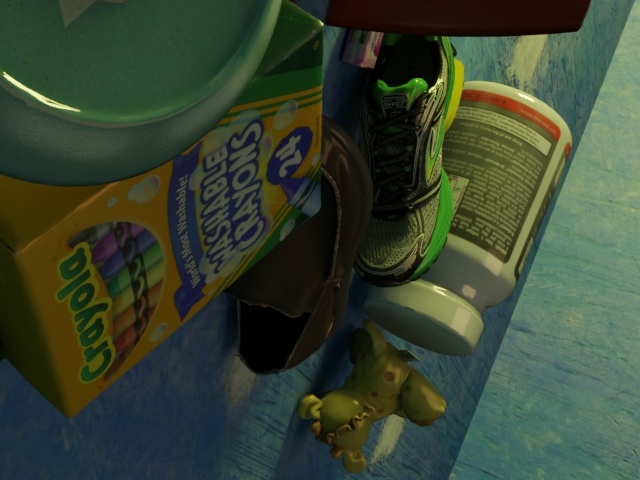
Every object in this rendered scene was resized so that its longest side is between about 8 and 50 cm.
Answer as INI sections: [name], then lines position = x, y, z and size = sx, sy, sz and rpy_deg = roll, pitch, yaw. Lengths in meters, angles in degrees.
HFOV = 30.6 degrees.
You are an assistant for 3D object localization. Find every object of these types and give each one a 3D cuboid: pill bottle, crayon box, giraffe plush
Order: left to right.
[crayon box]
position = -0.133, -0.015, 0.822
size = 0.323, 0.083, 0.203
rpy_deg = -40, 153, -26
[giraffe plush]
position = 0.060, 0.231, 1.653
size = 0.170, 0.181, 0.210
rpy_deg = -44, 166, -10
[pill bottle]
position = 0.209, -0.031, 1.702
size = 0.363, 0.210, 0.210
rpy_deg = -65, 160, -16

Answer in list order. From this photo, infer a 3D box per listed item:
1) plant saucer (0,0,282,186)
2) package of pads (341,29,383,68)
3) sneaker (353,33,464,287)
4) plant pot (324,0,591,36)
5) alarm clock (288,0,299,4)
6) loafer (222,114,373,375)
[plant saucer]
position = -0.127, -0.188, 0.653
size = 0.317, 0.044, 0.317
rpy_deg = -5, 97, -44
[package of pads]
position = 0.054, -0.240, 1.344
size = 0.050, 0.032, 0.083
rpy_deg = -15, 122, -68
[sneaker]
position = 0.085, -0.112, 1.391
size = 0.146, 0.134, 0.343
rpy_deg = 43, 51, -66
[plant pot]
position = 0.166, -0.340, 1.114
size = 0.267, 0.236, 0.267
rpy_deg = -71, 176, -55
[alarm clock]
position = -0.038, -0.248, 1.015
size = 0.129, 0.064, 0.192
rpy_deg = -30, 146, -46
[loafer]
position = -0.031, 0.018, 1.201
size = 0.130, 0.134, 0.366
rpy_deg = -56, 156, -38
